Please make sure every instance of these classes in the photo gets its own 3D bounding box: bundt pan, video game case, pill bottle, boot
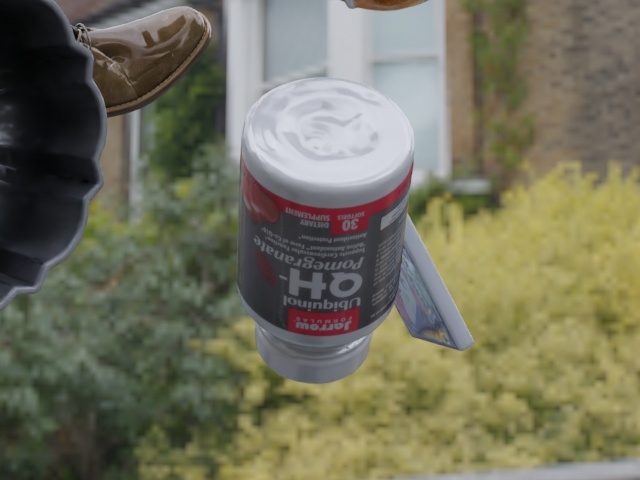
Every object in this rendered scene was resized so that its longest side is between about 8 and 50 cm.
[{"bbox_3d":[-0.364,-0.093,1.741,0.124,0.330,0.331,8,-3,44],"label":"bundt pan"},{"bbox_3d":[0.096,0.031,2.169,0.023,0.201,0.183,-31,10,-12],"label":"video game case"},{"bbox_3d":[0.000,0.000,1.965,0.176,0.176,0.318,1,-45,-3],"label":"pill bottle"},{"bbox_3d":[-0.269,-0.209,2.168,0.305,0.112,0.115,-27,-46,-12],"label":"boot"}]

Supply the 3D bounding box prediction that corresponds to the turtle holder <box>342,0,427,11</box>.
[{"bbox_3d":[0.063,-0.406,2.052,0.243,0.320,0.227,8,24,9],"label":"turtle holder"}]
